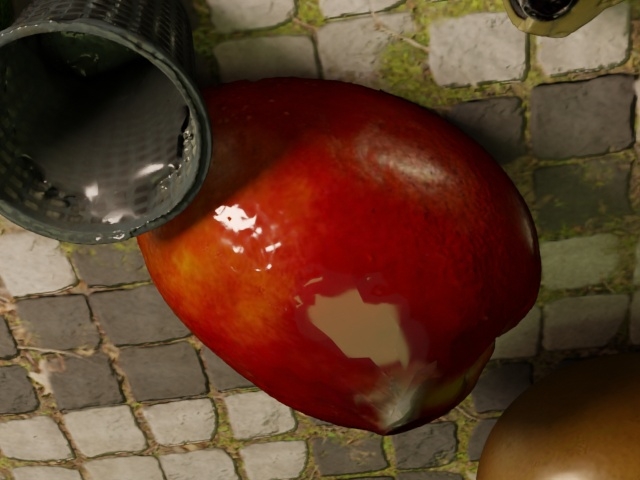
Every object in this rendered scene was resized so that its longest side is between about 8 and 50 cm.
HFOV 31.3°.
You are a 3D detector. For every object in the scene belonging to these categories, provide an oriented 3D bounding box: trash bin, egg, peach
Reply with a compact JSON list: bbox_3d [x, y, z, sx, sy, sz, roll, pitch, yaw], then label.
[{"bbox_3d":[-0.155,-0.113,0.807,0.176,0.161,0.175,1,129,2],"label":"trash bin"},{"bbox_3d":[0.317,0.248,1.074,0.351,0.282,0.282,6,132,-13],"label":"egg"},{"bbox_3d":[0.000,0.000,0.924,0.338,0.281,0.281,33,132,15],"label":"peach"}]

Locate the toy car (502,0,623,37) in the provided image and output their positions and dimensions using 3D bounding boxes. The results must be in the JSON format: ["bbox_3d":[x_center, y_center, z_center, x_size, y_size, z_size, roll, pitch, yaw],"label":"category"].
[{"bbox_3d":[0.211,-0.246,0.740,0.124,0.101,0.256,11,130,-16],"label":"toy car"}]

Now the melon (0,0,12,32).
[{"bbox_3d":[-0.306,-0.134,0.821,0.124,0.196,0.323,24,147,25],"label":"melon"}]
